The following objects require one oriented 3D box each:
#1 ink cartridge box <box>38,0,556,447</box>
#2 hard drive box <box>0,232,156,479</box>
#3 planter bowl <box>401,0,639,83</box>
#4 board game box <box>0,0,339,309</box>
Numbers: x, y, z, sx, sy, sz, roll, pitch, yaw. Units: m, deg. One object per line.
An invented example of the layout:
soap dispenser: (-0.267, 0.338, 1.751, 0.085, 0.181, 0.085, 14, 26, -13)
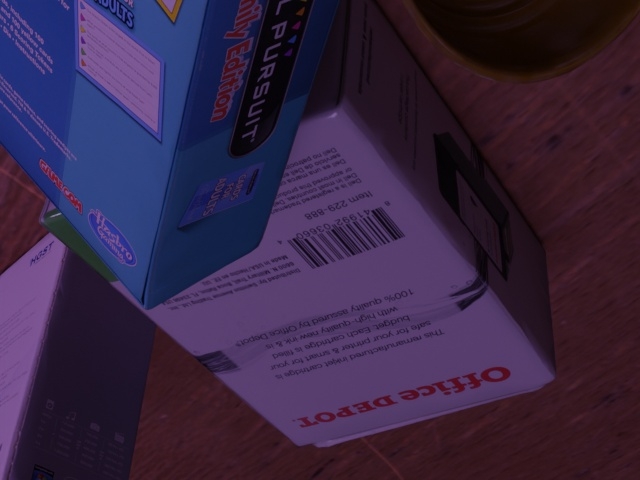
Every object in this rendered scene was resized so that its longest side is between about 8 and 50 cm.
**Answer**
ink cartridge box: (0.000, 0.000, 0.770, 0.211, 0.121, 0.289, -18, 135, 25)
hard drive box: (-0.211, 0.124, 0.854, 0.089, 0.232, 0.181, 31, 134, -29)
planter bowl: (0.075, -0.186, 0.532, 0.090, 0.217, 0.217, 25, 161, 47)
board game box: (-0.098, -0.167, 0.499, 0.254, 0.079, 0.336, 46, 143, 19)
